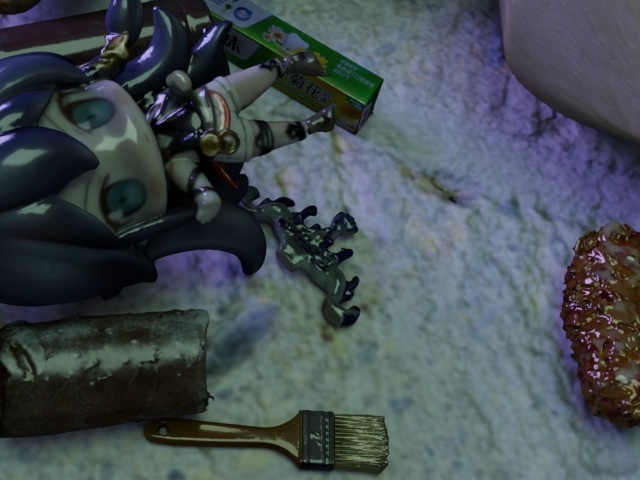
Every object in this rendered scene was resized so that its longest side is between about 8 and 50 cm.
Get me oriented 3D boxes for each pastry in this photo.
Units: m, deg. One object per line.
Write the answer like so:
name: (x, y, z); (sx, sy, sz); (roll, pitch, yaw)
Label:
pastry: (0.227, 0.068, 0.751); (0.087, 0.063, 0.169); (8, 55, -2)

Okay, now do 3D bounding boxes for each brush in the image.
brush: (-0.036, 0.135, 0.674); (0.170, 0.014, 0.043); (6, 57, -9)

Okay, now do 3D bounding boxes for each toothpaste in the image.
toothpaste: (-0.032, -0.156, 0.832); (0.178, 0.043, 0.037); (31, 61, 6)

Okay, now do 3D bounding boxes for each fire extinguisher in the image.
fire extinguisher: (-0.219, -0.137, 0.766); (0.268, 0.072, 0.089); (-17, 30, -21)

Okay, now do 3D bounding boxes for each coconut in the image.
coconut: (0.307, -0.208, 0.787); (0.353, 0.352, 0.352); (6, 59, -10)

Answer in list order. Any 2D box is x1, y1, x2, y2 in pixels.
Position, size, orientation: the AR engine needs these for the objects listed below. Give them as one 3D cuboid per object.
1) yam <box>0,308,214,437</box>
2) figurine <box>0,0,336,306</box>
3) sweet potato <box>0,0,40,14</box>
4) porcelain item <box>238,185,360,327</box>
yam: (-0.143, 0.086, 0.640); (0.141, 0.079, 0.079); (-3, 60, -18)
figurine: (-0.134, -0.051, 0.661); (0.265, 0.197, 0.175); (-6, 58, -39)
sweet potato: (-0.195, -0.337, 0.848); (0.158, 0.158, 0.369); (27, 51, 4)
porcelain item: (0.000, 0.000, 0.759); (0.075, 0.021, 0.136); (-32, 71, -32)
